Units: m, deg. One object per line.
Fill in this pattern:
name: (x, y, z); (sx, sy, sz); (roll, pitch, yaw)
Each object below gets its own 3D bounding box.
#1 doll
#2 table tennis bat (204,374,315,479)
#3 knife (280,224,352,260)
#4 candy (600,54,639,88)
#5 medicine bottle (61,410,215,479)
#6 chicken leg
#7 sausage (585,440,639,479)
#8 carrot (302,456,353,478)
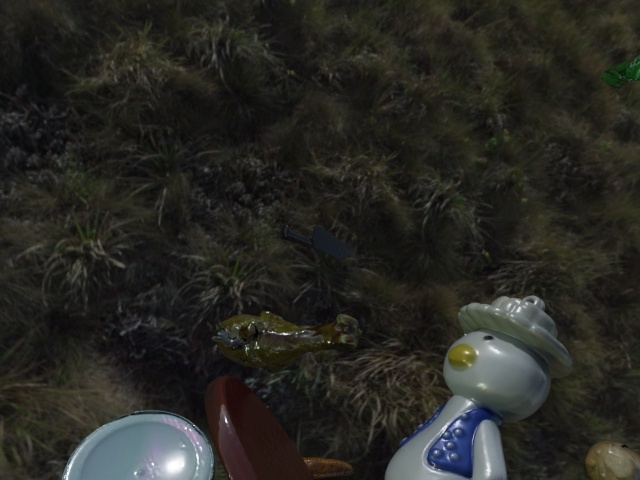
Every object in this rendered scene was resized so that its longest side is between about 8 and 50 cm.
doll: (0.144, 0.170, 0.433); (0.119, 0.138, 0.293); (38, 72, -4)
table tennis bat: (-0.016, 0.339, 0.572); (0.051, 0.268, 0.414); (-34, 105, -6)
knife: (0.000, 0.000, 1.069); (0.231, 0.028, 0.059); (23, 74, -41)
candy: (0.569, -0.305, 0.729); (0.078, 0.203, 0.141); (61, 26, 0)
medicine bottle: (-0.325, 0.501, 0.835); (0.245, 0.289, 0.245); (9, 30, -5)
chicken leg: (-0.073, 0.237, 1.073); (0.362, 0.211, 0.140); (-2, 81, 16)
sausage: (0.418, 0.318, 0.583); (0.301, 0.066, 0.065); (36, 54, -35)
carrot: (-0.032, 0.408, 0.814); (0.191, 0.047, 0.047); (2, 66, -14)
